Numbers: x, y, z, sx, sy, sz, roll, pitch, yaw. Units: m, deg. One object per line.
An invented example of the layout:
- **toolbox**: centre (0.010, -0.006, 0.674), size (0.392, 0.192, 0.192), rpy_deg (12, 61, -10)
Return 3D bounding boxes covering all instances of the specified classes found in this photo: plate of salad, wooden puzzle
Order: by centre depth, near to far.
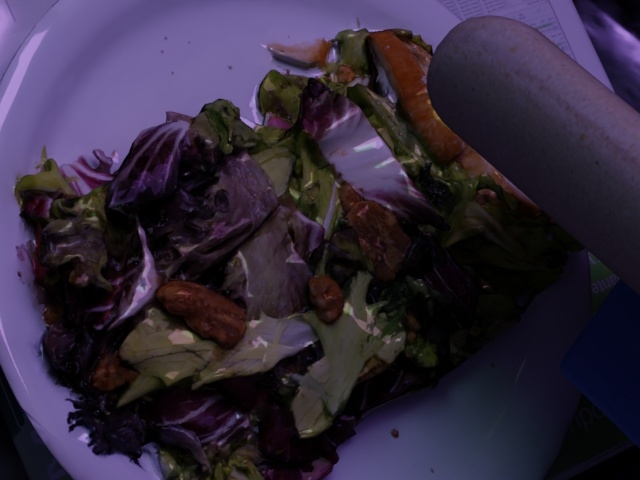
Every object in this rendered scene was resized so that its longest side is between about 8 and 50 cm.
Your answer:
- **wooden puzzle**: centre (0.203, 0.088, 0.528), size (0.322, 0.080, 0.348), rpy_deg (46, 17, 34)
- **plate of salad**: centre (0.000, 0.000, 0.547), size (0.200, 0.048, 0.199), rpy_deg (9, 71, -27)

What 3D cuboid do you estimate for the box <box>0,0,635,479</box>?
- **box**: centre (-0.022, -0.053, 0.615), size (0.232, 0.058, 0.322), rpy_deg (-21, 83, -32)
